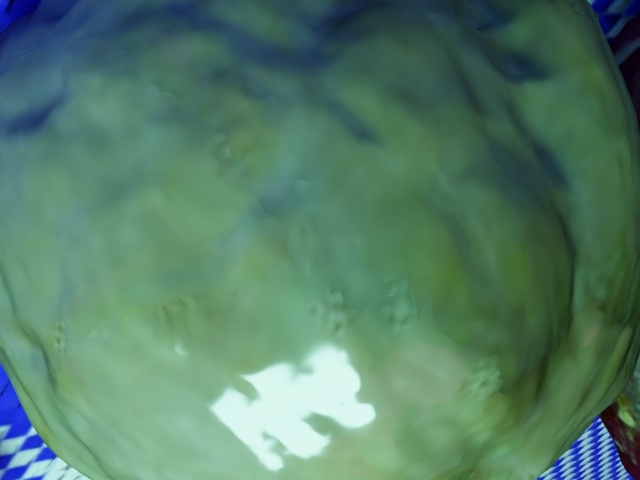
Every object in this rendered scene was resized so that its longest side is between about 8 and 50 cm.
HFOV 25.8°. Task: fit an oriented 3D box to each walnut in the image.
[{"bbox_3d":[-0.002,0.001,0.489,0.248,0.248,0.248,-25,153,-14],"label":"walnut"}]

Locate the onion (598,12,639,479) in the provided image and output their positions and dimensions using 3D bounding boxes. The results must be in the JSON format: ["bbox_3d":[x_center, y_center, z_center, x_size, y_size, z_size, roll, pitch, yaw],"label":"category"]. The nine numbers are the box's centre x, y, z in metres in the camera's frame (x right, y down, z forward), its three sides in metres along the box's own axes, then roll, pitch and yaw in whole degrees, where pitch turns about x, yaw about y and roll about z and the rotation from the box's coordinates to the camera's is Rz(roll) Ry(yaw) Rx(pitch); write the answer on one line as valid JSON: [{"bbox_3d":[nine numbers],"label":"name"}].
[{"bbox_3d":[0.227,0.012,0.723,0.385,0.348,0.347,-8,175,44],"label":"onion"}]
